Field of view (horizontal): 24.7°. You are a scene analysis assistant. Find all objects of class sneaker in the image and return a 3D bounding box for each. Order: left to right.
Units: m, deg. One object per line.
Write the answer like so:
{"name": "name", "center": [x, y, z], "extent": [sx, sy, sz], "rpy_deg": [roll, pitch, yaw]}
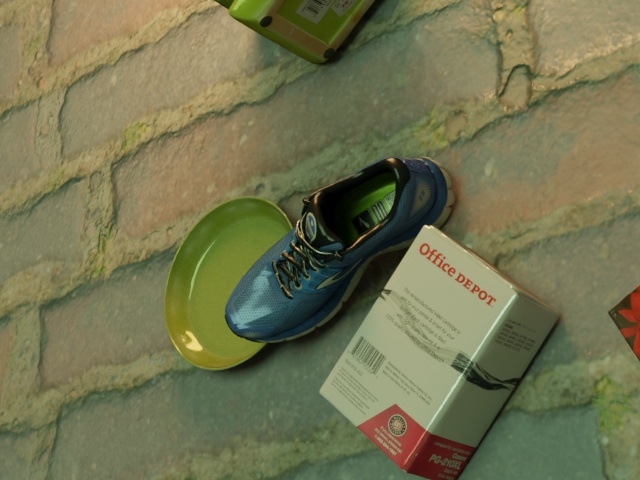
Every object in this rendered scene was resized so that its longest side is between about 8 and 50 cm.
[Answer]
{"name": "sneaker", "center": [0.000, 0.000, 1.779], "extent": [0.330, 0.147, 0.130], "rpy_deg": [-41, 63, 16]}

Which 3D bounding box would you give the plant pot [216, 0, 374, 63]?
{"name": "plant pot", "center": [-0.042, -0.380, 1.958], "extent": [0.228, 0.227, 0.207], "rpy_deg": [-50, 53, 13]}

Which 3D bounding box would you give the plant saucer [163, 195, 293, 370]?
{"name": "plant saucer", "center": [-0.111, 0.060, 1.956], "extent": [0.241, 0.037, 0.241], "rpy_deg": [-17, 63, 36]}

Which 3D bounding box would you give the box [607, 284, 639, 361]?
{"name": "box", "center": [0.436, 0.120, 1.433], "extent": [0.201, 0.057, 0.293], "rpy_deg": [-43, 49, 19]}

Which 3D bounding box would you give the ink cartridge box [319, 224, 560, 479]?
{"name": "ink cartridge box", "center": [0.134, 0.128, 1.666], "extent": [0.172, 0.100, 0.237], "rpy_deg": [39, 100, 44]}
